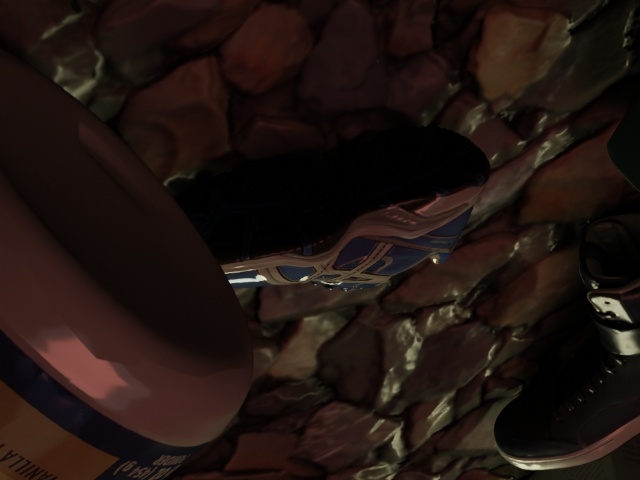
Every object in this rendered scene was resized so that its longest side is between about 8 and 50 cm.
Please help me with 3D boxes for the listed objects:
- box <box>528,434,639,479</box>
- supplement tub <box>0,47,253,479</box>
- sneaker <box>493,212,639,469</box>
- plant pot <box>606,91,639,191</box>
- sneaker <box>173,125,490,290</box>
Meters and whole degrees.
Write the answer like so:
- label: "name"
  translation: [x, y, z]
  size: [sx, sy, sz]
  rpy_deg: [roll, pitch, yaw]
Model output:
- label: "box"
  translation: [0.260, 0.237, 1.288]
  size: [0.181, 0.119, 0.182]
  rpy_deg: [17, 126, -16]
- label: "supplement tub"
  translation: [-0.214, 0.081, 0.773]
  size: [0.316, 0.228, 0.228]
  rpy_deg: [-40, 141, 12]
- label: "sneaker"
  translation: [0.190, 0.069, 1.140]
  size: [0.226, 0.086, 0.163]
  rpy_deg: [-26, 128, 25]
- label: "plant pot"
  translation: [0.343, -0.093, 0.907]
  size: [0.293, 0.293, 0.235]
  rpy_deg: [10, 113, -39]
- label: "sneaker"
  translation: [0.000, 0.000, 0.938]
  size: [0.211, 0.080, 0.081]
  rpy_deg: [-12, 135, -20]
